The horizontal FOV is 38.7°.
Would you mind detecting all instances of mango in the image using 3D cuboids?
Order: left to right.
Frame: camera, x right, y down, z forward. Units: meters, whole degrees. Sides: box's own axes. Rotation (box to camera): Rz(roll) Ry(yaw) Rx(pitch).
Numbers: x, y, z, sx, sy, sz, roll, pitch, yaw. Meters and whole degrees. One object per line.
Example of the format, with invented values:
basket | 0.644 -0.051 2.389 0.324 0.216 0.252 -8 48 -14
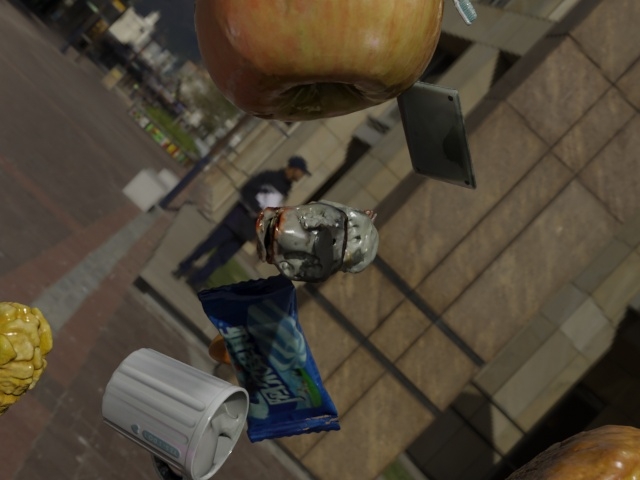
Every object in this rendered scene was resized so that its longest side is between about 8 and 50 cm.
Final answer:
mango | -0.183 0.244 2.266 0.102 0.217 0.141 56 20 -45

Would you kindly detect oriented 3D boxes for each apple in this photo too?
apple | -0.002 -0.373 1.379 0.391 0.391 0.346 58 25 -86

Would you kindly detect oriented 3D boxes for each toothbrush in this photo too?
toothbrush | 0.197 -0.472 1.508 0.021 0.027 0.269 3 61 -59

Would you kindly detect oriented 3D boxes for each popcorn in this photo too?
popcorn | -0.484 0.173 1.306 0.140 0.194 0.163 29 57 -55

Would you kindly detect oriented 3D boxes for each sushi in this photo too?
sushi | 0.000 0.000 1.493 0.130 0.124 0.332 16 10 20

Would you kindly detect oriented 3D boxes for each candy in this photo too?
candy | -0.093 0.221 1.666 0.077 0.187 0.331 -75 151 -67

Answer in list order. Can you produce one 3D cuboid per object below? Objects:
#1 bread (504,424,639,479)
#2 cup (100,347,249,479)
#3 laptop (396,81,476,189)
bread | 0.217 0.309 0.875 0.172 0.312 0.312 55 2 17
cup | -0.255 0.308 1.523 0.202 0.221 0.167 23 0 20
laptop | 0.260 -0.241 2.073 0.187 0.015 0.269 20 -40 41
